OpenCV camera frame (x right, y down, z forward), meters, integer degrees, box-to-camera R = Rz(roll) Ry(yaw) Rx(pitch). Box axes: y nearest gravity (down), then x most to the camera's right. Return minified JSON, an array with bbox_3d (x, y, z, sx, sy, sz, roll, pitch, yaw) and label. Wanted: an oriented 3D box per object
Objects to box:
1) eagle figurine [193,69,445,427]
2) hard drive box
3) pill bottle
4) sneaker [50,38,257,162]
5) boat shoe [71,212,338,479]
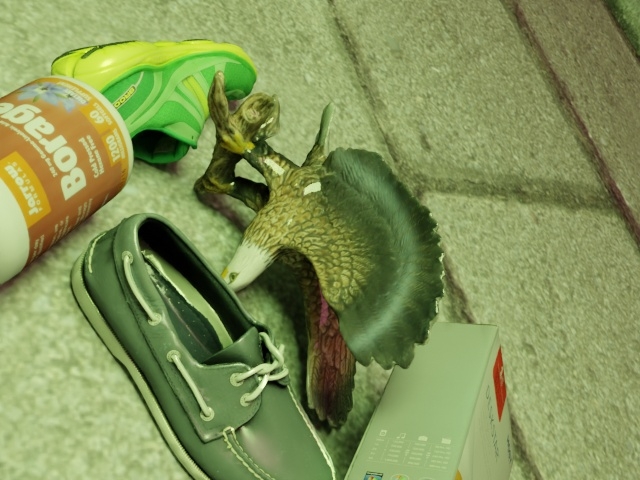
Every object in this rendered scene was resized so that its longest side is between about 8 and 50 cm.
[{"bbox_3d":[-0.008,0.008,0.781,0.298,0.225,0.226,45,12,12],"label":"eagle figurine"},{"bbox_3d":[0.109,0.214,0.740,0.232,0.089,0.181,-58,141,-51],"label":"hard drive box"},{"bbox_3d":[-0.253,-0.039,0.628,0.121,0.121,0.216,45,38,-7],"label":"pill bottle"},{"bbox_3d":[-0.166,-0.146,0.838,0.295,0.109,0.123,-29,118,-60],"label":"sneaker"},{"bbox_3d":[-0.085,0.112,0.689,0.319,0.099,0.116,51,38,0],"label":"boat shoe"}]
